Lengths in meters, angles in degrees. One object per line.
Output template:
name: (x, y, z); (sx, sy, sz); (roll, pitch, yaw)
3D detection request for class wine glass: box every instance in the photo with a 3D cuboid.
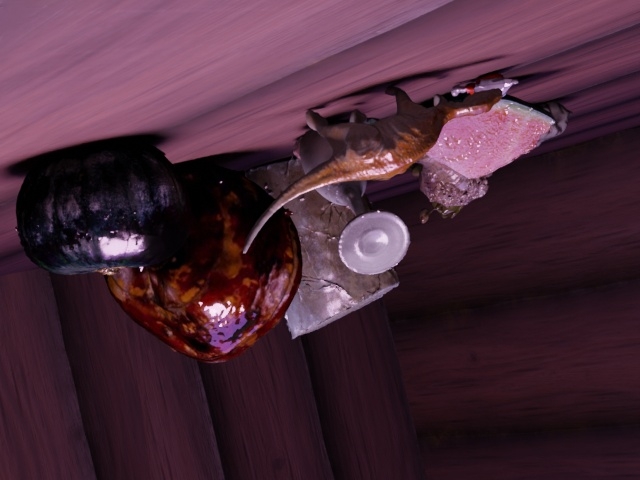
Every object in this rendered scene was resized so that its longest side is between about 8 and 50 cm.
wine glass: (0.113, -0.111, 1.594); (0.264, 0.096, 0.309); (-29, -149, 4)

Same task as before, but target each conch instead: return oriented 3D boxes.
conch: (0.289, -0.164, 2.436); (0.178, 0.163, 0.245); (-45, 145, 1)

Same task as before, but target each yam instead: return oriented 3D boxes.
yam: (0.000, 0.000, 2.183); (0.241, 0.348, 0.241); (-19, -177, 1)

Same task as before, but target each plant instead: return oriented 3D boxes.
plant: (0.377, -0.166, 2.666); (0.333, 0.180, 0.251); (-17, -171, 6)

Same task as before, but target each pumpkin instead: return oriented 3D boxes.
pumpkin: (-0.283, -0.036, 1.469); (0.233, 0.163, 0.233); (-12, 177, -1)

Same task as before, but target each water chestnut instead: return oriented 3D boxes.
water chestnut: (-0.184, 0.039, 1.889); (0.335, 0.335, 0.347); (-14, 162, 10)

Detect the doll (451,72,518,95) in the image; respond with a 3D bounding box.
doll: (0.240, -0.219, 1.621); (0.057, 0.039, 0.114); (30, 164, -34)

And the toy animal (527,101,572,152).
toy animal: (0.376, -0.215, 2.197); (0.255, 0.090, 0.170); (-16, 177, -44)

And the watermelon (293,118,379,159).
watermelon: (0.024, -0.150, 1.825); (0.139, 0.071, 0.187); (-9, -179, 30)

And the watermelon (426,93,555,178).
watermelon: (0.230, -0.192, 1.761); (0.231, 0.128, 0.146); (-30, 143, 26)

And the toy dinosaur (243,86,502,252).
toy dinosaur: (0.044, -0.121, 1.501); (0.393, 0.092, 0.205); (-34, -144, -12)
